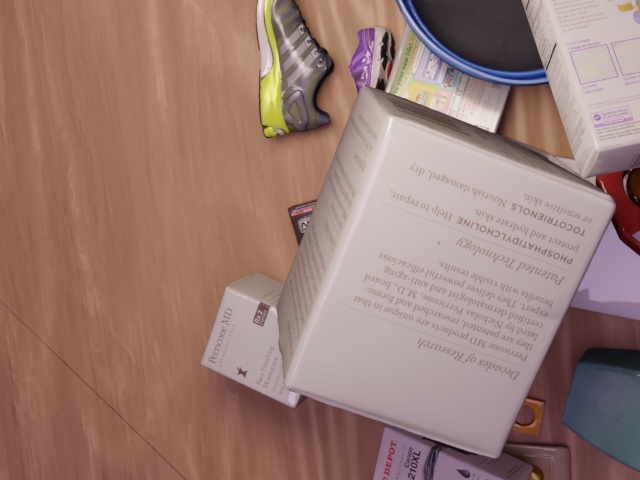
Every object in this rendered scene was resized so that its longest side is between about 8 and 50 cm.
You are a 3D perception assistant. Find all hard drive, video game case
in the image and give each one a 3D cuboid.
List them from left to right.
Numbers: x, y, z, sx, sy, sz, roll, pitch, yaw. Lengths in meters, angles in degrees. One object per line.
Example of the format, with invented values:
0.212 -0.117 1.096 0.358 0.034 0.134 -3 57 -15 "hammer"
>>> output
0.202 -0.237 1.666 0.193 0.023 0.212 18 91 15 "video game case"
0.369 -0.019 1.663 0.353 0.047 0.233 11 101 16 "hard drive"

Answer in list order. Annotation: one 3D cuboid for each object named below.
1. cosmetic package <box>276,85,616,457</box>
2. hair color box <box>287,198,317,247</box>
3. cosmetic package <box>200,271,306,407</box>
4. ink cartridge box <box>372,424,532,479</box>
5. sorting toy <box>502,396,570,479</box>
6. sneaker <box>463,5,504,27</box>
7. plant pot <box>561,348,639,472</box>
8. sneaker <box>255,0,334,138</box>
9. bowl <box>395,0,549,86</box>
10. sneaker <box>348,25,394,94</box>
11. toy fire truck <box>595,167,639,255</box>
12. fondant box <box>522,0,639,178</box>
0.154 0.029 1.493 0.327 0.329 0.393 19 104 -10 "cosmetic package"
0.000 0.000 1.779 0.072 0.043 0.141 -16 95 17 "hair color box"
-0.078 0.165 1.772 0.184 0.151 0.151 22 104 12 "cosmetic package"
0.209 0.414 1.720 0.237 0.100 0.172 20 108 29 "ink cartridge box"
0.322 0.431 1.749 0.196 0.047 0.347 -1 98 17 "sorting toy"
0.221 -0.405 1.618 0.267 0.101 0.106 33 104 9 "sneaker"
0.509 0.261 1.612 0.234 0.166 0.165 18 104 22 "plant pot"
-0.039 -0.320 1.719 0.121 0.111 0.300 0 104 7 "sneaker"
0.291 -0.417 1.540 0.391 0.077 0.391 0 85 -1 "bowl"
0.078 -0.267 1.713 0.071 0.068 0.169 9 93 31 "sneaker"
0.535 -0.111 1.514 0.302 0.169 0.254 -44 68 -7 "toy fire truck"
0.428 -0.268 1.403 0.238 0.096 0.330 -11 70 -3 "fondant box"
